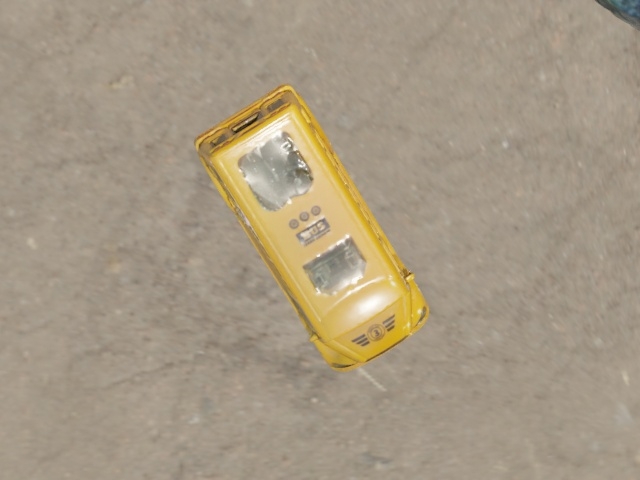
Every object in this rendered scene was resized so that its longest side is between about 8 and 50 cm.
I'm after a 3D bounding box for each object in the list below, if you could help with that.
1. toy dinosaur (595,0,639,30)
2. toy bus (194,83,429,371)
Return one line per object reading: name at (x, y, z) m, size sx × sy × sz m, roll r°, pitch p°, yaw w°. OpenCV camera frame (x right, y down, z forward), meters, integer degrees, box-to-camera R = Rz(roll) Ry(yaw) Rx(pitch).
toy dinosaur at (0.105, -0.116, 0.459) m, size 0.076 × 0.363 × 0.147 m, roll -28°, pitch 67°, yaw 5°
toy bus at (0.000, 0.000, 0.788) m, size 0.069 × 0.074 × 0.162 m, roll -32°, pitch 107°, yaw -1°
